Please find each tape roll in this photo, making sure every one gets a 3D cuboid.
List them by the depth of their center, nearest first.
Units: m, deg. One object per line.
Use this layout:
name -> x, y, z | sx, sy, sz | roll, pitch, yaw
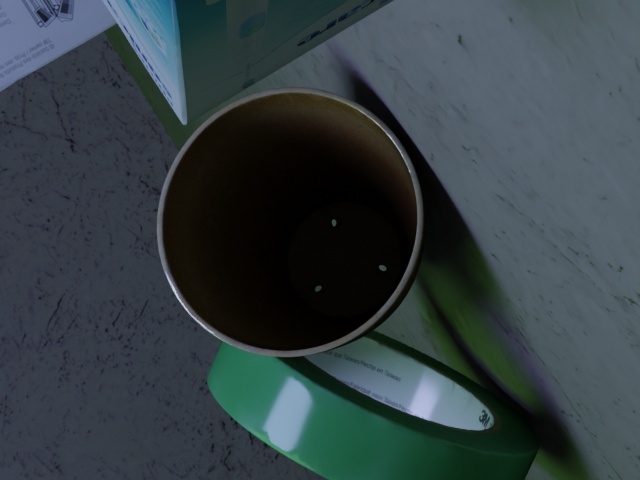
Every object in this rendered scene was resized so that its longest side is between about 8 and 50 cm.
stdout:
tape roll -> 0.051, 0.161, 1.785 | 0.321, 0.077, 0.321 | 23, -169, -5

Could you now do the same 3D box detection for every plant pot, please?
plant pot -> 0.000, 0.000, 1.721 | 0.237, 0.237, 0.254 | 55, -174, 14

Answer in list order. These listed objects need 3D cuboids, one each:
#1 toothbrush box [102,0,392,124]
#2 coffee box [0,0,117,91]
toothbrush box -> -0.019, -0.199, 1.011 | 0.126, 0.216, 0.295 | 57, 173, 9
coffee box -> -0.377, -0.349, 1.891 | 0.338, 0.338, 0.334 | 60, -175, -20
